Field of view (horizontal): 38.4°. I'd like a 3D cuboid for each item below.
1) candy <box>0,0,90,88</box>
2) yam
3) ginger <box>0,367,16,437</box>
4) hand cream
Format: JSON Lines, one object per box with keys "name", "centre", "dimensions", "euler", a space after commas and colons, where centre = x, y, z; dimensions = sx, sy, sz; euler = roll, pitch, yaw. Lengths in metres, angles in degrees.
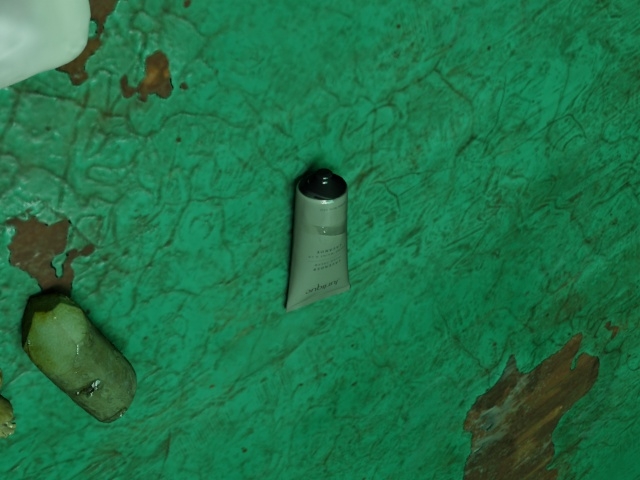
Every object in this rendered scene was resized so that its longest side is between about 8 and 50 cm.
{"name": "candy", "centre": [-0.284, -0.167, 0.470], "dimensions": [0.208, 0.359, 0.145], "euler": [-28, 131, -30]}
{"name": "yam", "centre": [-0.233, 0.116, 0.889], "dimensions": [0.070, 0.070, 0.146], "euler": [-40, 135, -11]}
{"name": "ginger", "centre": [-0.362, 0.093, 0.752], "dimensions": [0.334, 0.148, 0.081], "euler": [44, 57, -38]}
{"name": "hand cream", "centre": [0.000, 0.000, 1.017], "dimensions": [0.087, 0.054, 0.186], "euler": [-19, 134, -23]}
